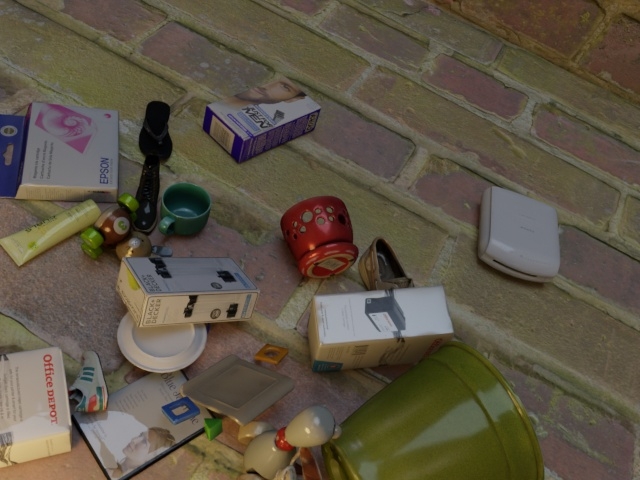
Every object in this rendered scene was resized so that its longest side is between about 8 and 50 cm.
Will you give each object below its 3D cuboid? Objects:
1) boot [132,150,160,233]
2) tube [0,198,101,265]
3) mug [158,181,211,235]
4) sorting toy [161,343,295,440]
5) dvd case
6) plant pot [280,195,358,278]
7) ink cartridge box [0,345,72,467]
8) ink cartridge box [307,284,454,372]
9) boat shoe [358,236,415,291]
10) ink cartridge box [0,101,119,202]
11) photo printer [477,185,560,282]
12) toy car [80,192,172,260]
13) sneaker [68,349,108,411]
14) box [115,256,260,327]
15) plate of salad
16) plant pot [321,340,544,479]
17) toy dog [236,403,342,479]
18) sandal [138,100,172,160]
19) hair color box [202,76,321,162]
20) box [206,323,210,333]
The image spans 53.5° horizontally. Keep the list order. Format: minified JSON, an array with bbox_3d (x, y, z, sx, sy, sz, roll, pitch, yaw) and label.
[{"bbox_3d":[-0.465,-0.130,1.691,0.077,0.137,0.197,5,51,-17],"label":"boot"},{"bbox_3d":[-0.666,-0.025,1.586,0.240,0.062,0.070,-34,28,-32],"label":"tube"},{"bbox_3d":[-0.376,-0.074,1.702,0.158,0.097,0.129,-16,59,-29],"label":"mug"},{"bbox_3d":[-0.183,0.337,1.417,0.196,0.047,0.348,16,28,34],"label":"sorting toy"},{"bbox_3d":[-0.374,0.386,1.366,0.253,0.022,0.180,-26,63,-35],"label":"dvd case"},{"bbox_3d":[0.000,0.000,1.721,0.191,0.191,0.174,-4,61,-23],"label":"plant pot"},{"bbox_3d":[-0.642,0.337,1.247,0.273,0.114,0.198,-6,54,-24],"label":"ink cartridge box"},{"bbox_3d":[0.132,0.213,1.507,0.308,0.223,0.129,-4,63,-7],"label":"ink cartridge box"},{"bbox_3d":[0.197,0.144,1.714,0.122,0.110,0.341,-7,54,-25],"label":"boat shoe"},{"bbox_3d":[-0.726,-0.248,1.745,0.330,0.071,0.324,2,51,-20],"label":"ink cartridge box"},{"bbox_3d":[0.624,-0.012,2.002,0.256,0.107,0.307,20,47,-3],"label":"photo printer"},{"bbox_3d":[-0.471,0.008,1.582,0.188,0.149,0.155,39,62,-2],"label":"toy car"},{"bbox_3d":[-0.504,0.299,1.352,0.075,0.057,0.161,-5,41,-31],"label":"sneaker"},{"bbox_3d":[-0.310,0.115,1.494,0.290,0.087,0.169,2,28,-37],"label":"box"},{"bbox_3d":[-0.362,0.220,1.457,0.200,0.048,0.199,9,47,-10],"label":"plate of salad"},{"bbox_3d":[0.203,0.447,1.335,0.353,0.366,0.366,-20,59,-18],"label":"plant pot"},{"bbox_3d":[-0.048,0.433,1.282,0.161,0.334,0.220,20,71,-25],"label":"toy dog"},{"bbox_3d":[-0.497,-0.341,1.912,0.097,0.054,0.254,1,51,-19],"label":"sandal"},{"bbox_3d":[-0.184,-0.393,2.036,0.185,0.110,0.339,43,49,19],"label":"hair color box"},{"bbox_3d":[-0.336,0.200,1.533,0.136,0.028,0.081,13,49,-12],"label":"box"}]
